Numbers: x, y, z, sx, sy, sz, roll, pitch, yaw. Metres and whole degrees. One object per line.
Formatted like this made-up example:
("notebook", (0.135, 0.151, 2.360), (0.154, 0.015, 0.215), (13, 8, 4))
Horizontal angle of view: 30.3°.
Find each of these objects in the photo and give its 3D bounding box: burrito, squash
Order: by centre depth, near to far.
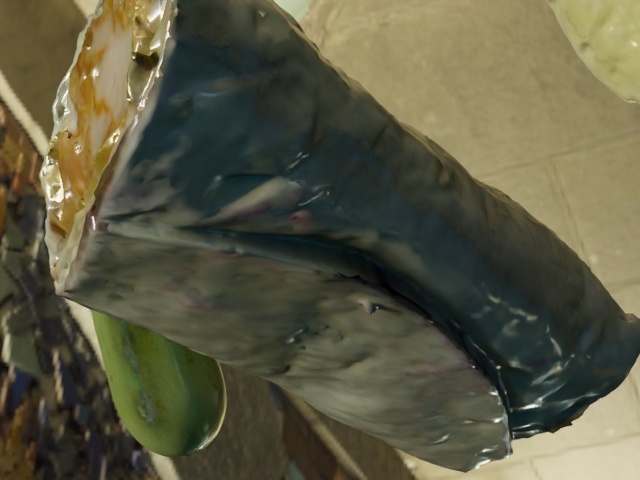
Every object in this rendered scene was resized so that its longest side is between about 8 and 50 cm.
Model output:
("burrito", (0.003, 0.000, 0.466), (0.143, 0.105, 0.299), (-20, 143, 36))
("squash", (-0.123, 0.039, 0.845), (0.083, 0.083, 0.250), (-8, 104, 8))

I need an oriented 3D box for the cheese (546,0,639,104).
("cheese", (0.257, -0.190, 0.782), (0.117, 0.214, 0.226), (-20, 160, -34))
